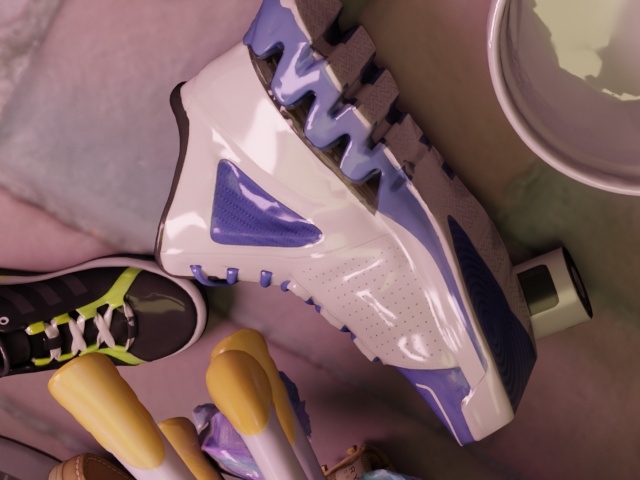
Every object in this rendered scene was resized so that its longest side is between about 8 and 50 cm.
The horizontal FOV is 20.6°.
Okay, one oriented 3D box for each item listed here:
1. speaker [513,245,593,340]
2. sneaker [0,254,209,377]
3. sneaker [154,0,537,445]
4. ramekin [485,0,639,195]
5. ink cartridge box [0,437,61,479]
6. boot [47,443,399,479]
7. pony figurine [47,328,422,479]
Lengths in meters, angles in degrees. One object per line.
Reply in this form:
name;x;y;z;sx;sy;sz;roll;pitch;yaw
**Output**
speaker;0.117;0.054;1.228;0.136;0.055;0.055;-22;114;14
sneaker;-0.195;0.070;1.226;0.235;0.097;0.084;-3;117;4
sneaker;-0.001;-0.001;1.164;0.182;0.127;0.315;-29;96;24
ramekin;0.205;-0.142;1.093;0.207;0.109;0.207;1;117;2
ink cartridge box;-0.257;0.217;1.188;0.091;0.308;0.385;-30;111;17
boot;-0.049;0.206;1.291;0.203;0.095;0.262;-38;111;20
pony figurine;0.007;0.236;1.096;0.303;0.351;0.363;-36;69;-1
